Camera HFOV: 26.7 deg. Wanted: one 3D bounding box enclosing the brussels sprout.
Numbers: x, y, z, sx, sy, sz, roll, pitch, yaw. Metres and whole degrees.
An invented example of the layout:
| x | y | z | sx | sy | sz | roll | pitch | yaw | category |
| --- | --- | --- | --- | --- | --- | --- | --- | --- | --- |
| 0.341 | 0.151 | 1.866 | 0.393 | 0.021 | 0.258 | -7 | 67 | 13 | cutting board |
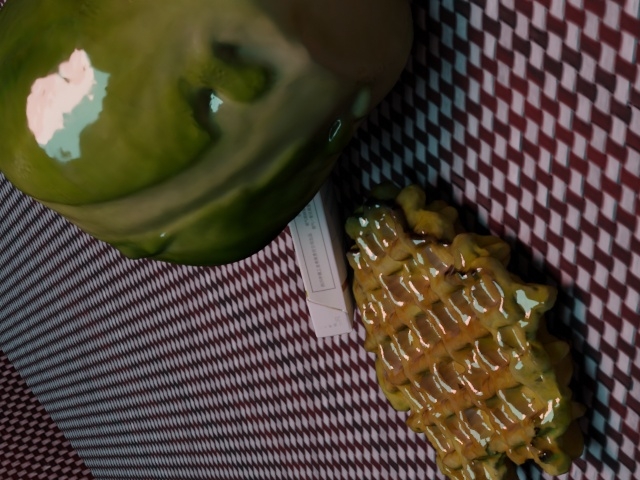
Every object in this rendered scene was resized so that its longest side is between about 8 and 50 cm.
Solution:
| x | y | z | sx | sy | sz | roll | pitch | yaw | category |
| --- | --- | --- | --- | --- | --- | --- | --- | --- | --- |
| -0.104 | -0.131 | 1.057 | 0.276 | 0.315 | 0.371 | 46 | 157 | -21 | brussels sprout |

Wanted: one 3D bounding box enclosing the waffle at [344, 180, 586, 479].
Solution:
| x | y | z | sx | sy | sz | roll | pitch | yaw | category |
| --- | --- | --- | --- | --- | --- | --- | --- | --- | --- |
| 0.113 | 0.093 | 1.103 | 0.281 | 0.058 | 0.301 | 51 | 155 | 30 | waffle |

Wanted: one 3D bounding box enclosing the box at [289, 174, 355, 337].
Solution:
| x | y | z | sx | sy | sz | roll | pitch | yaw | category |
| --- | --- | --- | --- | --- | --- | --- | --- | --- | --- |
| 0.001 | 0.000 | 1.215 | 0.084 | 0.040 | 0.154 | -86 | -15 | -63 | box |
